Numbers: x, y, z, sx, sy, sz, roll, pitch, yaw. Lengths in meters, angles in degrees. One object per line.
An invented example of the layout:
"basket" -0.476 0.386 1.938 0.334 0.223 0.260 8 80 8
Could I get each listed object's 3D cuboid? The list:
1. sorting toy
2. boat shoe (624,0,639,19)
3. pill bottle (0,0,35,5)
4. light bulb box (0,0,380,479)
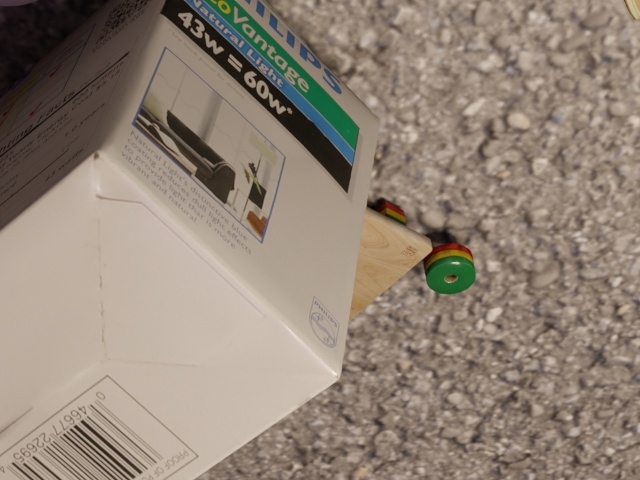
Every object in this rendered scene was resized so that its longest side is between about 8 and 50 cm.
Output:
"sorting toy" 0.000 0.000 1.503 0.274 0.046 0.132 25 130 -30
"boat shoe" 0.249 -0.230 1.306 0.045 0.050 0.135 -11 135 11
"pill bottle" -0.220 -0.238 1.166 0.078 0.078 0.137 -2 128 -6
"light bulb box" -0.166 0.014 1.246 0.358 0.361 0.225 -36 111 26
